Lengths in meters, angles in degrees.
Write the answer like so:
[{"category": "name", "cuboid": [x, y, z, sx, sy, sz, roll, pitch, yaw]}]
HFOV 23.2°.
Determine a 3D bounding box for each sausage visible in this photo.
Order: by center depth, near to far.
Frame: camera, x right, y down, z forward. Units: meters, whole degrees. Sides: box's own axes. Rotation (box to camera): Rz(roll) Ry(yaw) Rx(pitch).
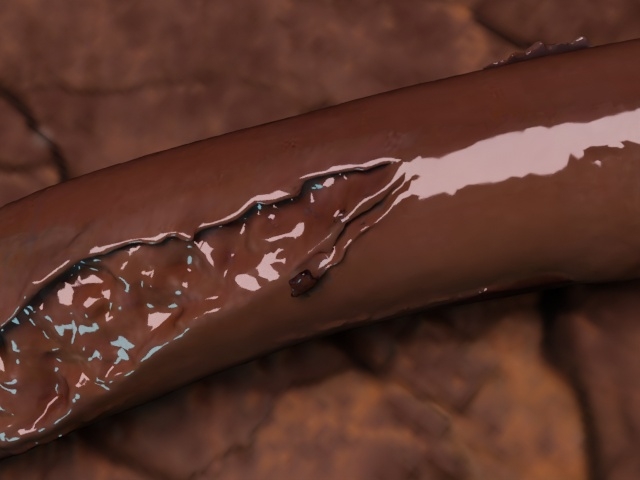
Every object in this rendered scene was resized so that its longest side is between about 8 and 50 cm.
[{"category": "sausage", "cuboid": [0.000, 0.001, 0.406, 0.304, 0.078, 0.078, -14, 66, 9]}]
